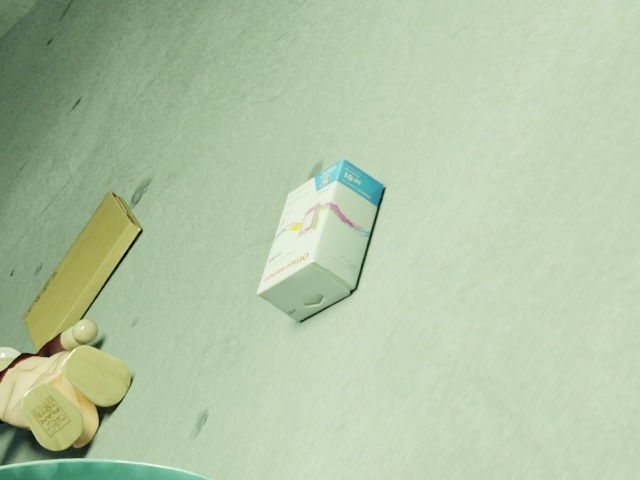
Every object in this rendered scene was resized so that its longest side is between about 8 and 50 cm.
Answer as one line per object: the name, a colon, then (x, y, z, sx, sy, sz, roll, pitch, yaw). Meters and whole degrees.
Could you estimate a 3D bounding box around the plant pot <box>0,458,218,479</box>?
plant pot: (-0.188, 0.305, 1.347, 0.290, 0.290, 0.195, -142, 50, -68)

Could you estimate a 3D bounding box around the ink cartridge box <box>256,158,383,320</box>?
ink cartridge box: (0.000, 0.000, 1.608, 0.088, 0.052, 0.122, -32, 34, 46)

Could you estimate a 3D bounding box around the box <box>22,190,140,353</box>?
box: (-0.297, 0.043, 2.211, 0.201, 0.021, 0.164, -55, 22, 4)

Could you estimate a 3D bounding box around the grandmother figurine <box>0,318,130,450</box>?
grandmother figurine: (-0.330, 0.173, 2.013, 0.208, 0.104, 0.342, -34, 12, -19)
